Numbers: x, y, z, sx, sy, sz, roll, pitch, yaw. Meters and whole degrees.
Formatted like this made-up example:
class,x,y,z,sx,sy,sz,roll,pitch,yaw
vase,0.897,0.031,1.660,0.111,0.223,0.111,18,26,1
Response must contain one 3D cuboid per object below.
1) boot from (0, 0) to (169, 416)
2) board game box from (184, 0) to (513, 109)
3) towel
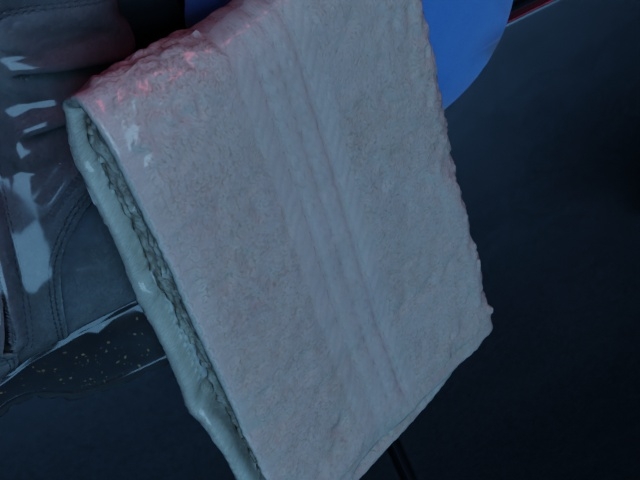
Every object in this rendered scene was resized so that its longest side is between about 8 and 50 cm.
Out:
class,x,y,z,sx,sy,sz,roll,pitch,yaw
boot,-0.215,0.005,0.467,0.338,0.118,0.223,-32,126,-15
board game box,0.013,-0.124,0.525,0.168,0.033,0.133,8,123,-23
towel,0.000,0.000,0.513,0.187,0.049,0.282,-42,134,-29
